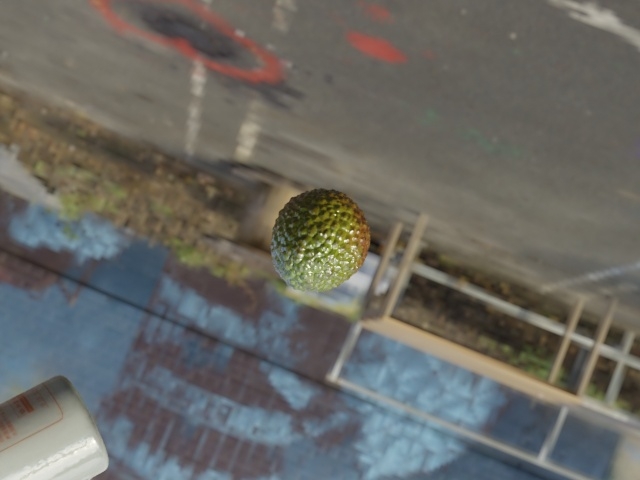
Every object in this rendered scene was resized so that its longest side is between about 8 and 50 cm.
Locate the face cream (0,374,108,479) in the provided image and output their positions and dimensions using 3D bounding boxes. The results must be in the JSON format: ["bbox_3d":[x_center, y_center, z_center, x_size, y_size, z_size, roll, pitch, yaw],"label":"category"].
[{"bbox_3d":[-0.324,0.220,1.293,0.101,0.251,0.101,53,159,31],"label":"face cream"}]

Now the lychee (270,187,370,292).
[{"bbox_3d":[0.000,0.000,1.597,0.114,0.114,0.146,20,-144,20],"label":"lychee"}]
